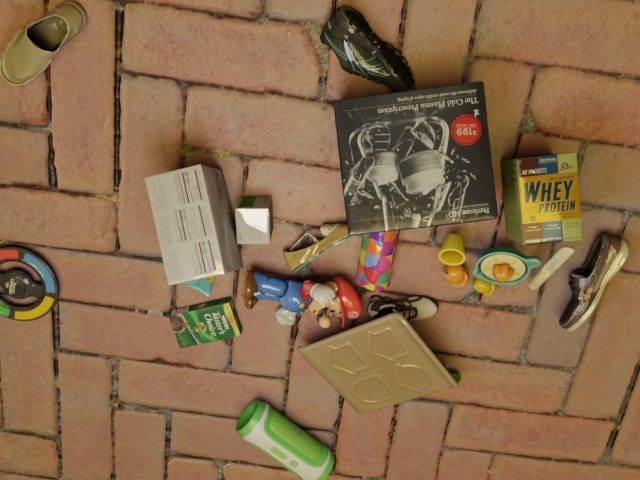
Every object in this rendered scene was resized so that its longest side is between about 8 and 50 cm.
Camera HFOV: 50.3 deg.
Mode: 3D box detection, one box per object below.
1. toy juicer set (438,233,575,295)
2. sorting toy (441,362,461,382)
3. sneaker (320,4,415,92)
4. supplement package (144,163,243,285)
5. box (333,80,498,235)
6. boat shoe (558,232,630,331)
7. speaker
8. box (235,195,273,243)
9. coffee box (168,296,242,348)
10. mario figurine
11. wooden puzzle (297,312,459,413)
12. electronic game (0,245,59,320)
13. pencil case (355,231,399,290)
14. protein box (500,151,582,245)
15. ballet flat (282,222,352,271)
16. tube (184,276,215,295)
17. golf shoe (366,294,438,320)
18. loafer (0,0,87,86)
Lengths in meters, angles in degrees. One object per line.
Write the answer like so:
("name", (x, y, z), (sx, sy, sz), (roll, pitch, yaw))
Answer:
("toy juicer set", (0.467, 0.089, 1.759), (0.328, 0.090, 0.209), (6, 141, 11))
("sorting toy", (0.352, 0.385, 1.962), (0.101, 0.042, 0.061), (0, 129, -11))
("sneaker", (0.115, -0.431, 1.612), (0.267, 0.101, 0.106), (43, 130, -15))
("supplement package", (-0.305, -0.038, 1.676), (0.145, 0.204, 0.262), (-12, 90, 7))
("box", (0.219, -0.183, 1.600), (0.342, 0.179, 0.313), (-7, 92, 5))
("boat shoe", (0.702, 0.107, 1.800), (0.092, 0.103, 0.285), (26, 107, -3))
("speaker", (-0.102, 0.597, 2.014), (0.296, 0.131, 0.131), (39, 109, -13))
("box", (-0.169, -0.053, 1.760), (0.087, 0.101, 0.102), (1, 112, 1))
("coffee box", (-0.322, 0.231, 1.916), (0.184, 0.040, 0.113), (-12, 112, 7))
("mario figurine", (-0.050, 0.173, 1.807), (0.320, 0.198, 0.170), (7, 100, 3))
("wooden puzzle", (0.160, 0.332, 1.875), (0.347, 0.081, 0.322), (-22, 124, 29))
("electronic game", (-0.837, 0.121, 1.885), (0.229, 0.048, 0.230), (1, 113, 2))
("pencil case", (0.153, 0.016, 1.783), (0.104, 0.104, 0.237), (9, 115, -2))
("protein box", (0.526, -0.103, 1.637), (0.135, 0.200, 0.201), (-6, 95, 4))
("ballet flat", (0.000, 0.000, 1.793), (0.232, 0.080, 0.073), (-31, 93, 12))
("tube", (-0.301, 0.054, 1.842), (0.080, 0.052, 0.207), (29, 115, 3))
("golf shoe", (0.226, 0.199, 1.856), (0.198, 0.094, 0.077), (-1, 111, 1))
("loafer", (-0.672, -0.464, 1.612), (0.268, 0.092, 0.102), (-39, 106, 16))
